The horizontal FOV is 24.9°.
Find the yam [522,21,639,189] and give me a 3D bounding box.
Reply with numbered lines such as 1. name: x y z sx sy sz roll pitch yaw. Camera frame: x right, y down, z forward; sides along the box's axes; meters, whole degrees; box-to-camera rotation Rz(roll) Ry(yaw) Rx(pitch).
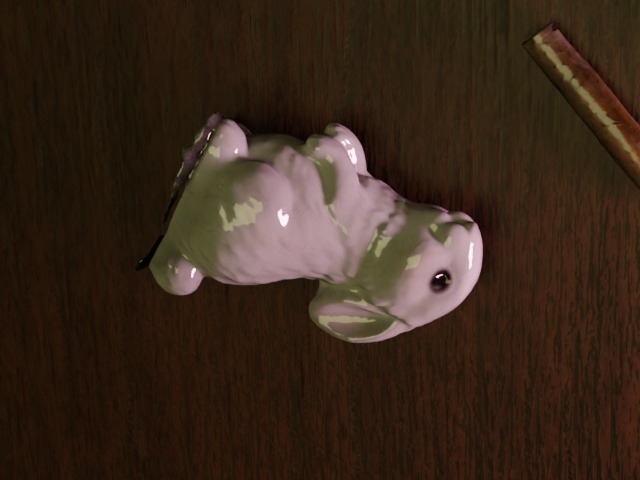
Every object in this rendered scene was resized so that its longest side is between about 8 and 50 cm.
1. yam: 0.316 -0.125 1.574 0.046 0.046 0.264 -40 88 25

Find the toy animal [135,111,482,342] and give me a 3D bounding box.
1. toy animal: 0.000 0.000 1.662 0.357 0.194 0.257 28 103 2
